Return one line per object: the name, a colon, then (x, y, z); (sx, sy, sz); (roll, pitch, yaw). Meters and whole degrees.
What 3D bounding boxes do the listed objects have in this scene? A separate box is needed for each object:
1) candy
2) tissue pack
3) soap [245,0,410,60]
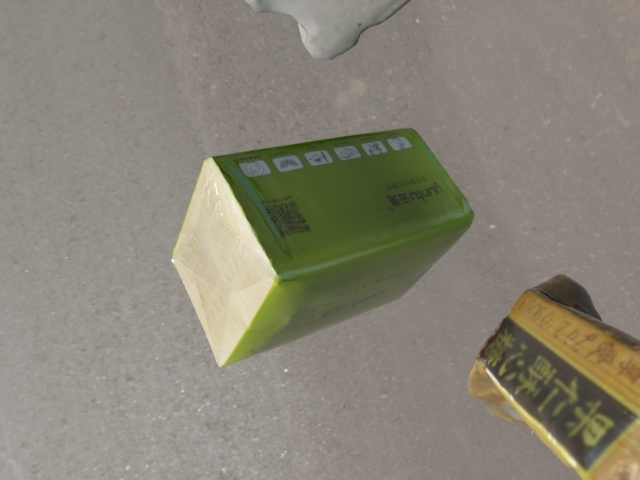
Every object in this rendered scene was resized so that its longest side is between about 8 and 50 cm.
candy: (0.181, 0.111, 0.351); (0.101, 0.271, 0.143); (38, 93, -15)
tissue pack: (0.000, 0.000, 0.677); (0.167, 0.274, 0.200); (60, 143, 21)
soap: (0.036, -0.532, 0.828); (0.350, 0.213, 0.435); (-25, 62, 29)
